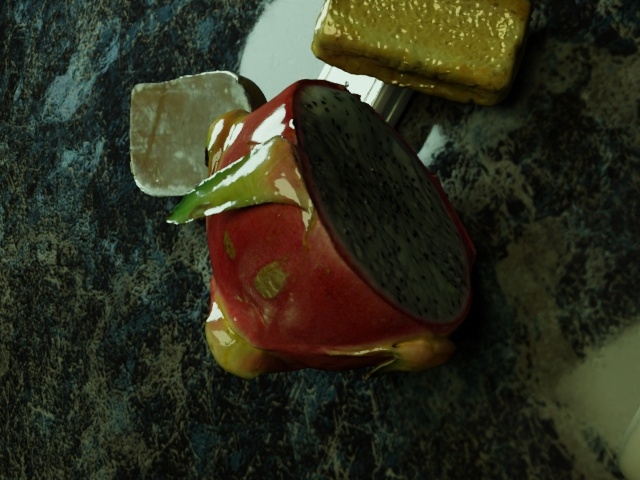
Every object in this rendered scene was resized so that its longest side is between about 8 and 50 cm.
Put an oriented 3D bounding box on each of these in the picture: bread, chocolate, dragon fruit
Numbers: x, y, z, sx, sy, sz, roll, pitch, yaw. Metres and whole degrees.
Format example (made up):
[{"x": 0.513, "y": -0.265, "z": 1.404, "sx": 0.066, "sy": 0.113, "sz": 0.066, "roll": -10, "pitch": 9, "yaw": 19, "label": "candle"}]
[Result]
[{"x": 0.099, "y": -0.207, "z": 0.780, "sx": 0.211, "sy": 0.083, "sz": 0.114, "roll": 18, "pitch": 91, "yaw": 6, "label": "bread"}, {"x": -0.147, "y": -0.132, "z": 1.024, "sx": 0.254, "sy": 0.080, "sz": 0.157, "roll": 4, "pitch": 94, "yaw": 43, "label": "chocolate"}, {"x": 0.000, "y": 0.000, "z": 0.732, "sx": 0.189, "sy": 0.290, "sz": 0.291, "roll": -30, "pitch": 59, "yaw": 32, "label": "dragon fruit"}]

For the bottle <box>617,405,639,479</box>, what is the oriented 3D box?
[{"x": 0.326, "y": 0.163, "z": 0.491, "sx": 0.236, "sy": 0.147, "sz": 0.147, "roll": 38, "pitch": 102, "yaw": 33, "label": "bottle"}]

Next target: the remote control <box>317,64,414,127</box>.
[{"x": 0.098, "y": -0.258, "z": 0.871, "sx": 0.103, "sy": 0.055, "sz": 0.277, "roll": 35, "pitch": 99, "yaw": 41, "label": "remote control"}]
